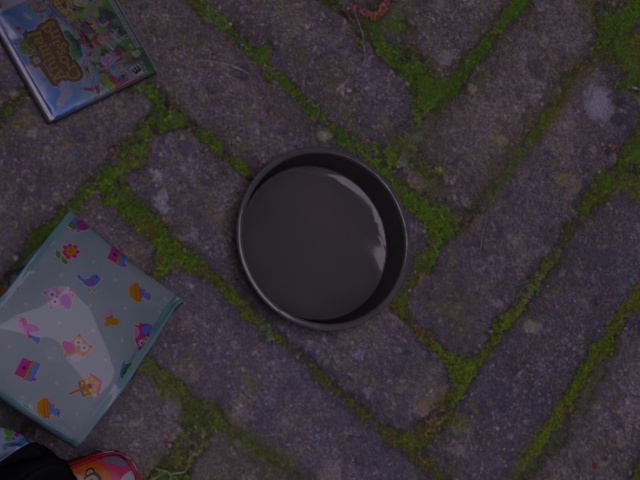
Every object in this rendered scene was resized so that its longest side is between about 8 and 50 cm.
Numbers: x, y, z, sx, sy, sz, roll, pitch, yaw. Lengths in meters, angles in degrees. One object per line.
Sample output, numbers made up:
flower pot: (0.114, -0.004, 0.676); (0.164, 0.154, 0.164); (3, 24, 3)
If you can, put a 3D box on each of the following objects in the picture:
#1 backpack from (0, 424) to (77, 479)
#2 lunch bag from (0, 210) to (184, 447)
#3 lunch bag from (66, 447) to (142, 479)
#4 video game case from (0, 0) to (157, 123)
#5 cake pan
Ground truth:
backpack: (-0.538, 0.296, 1.556); (0.355, 0.273, 0.290); (21, 54, 27)
lunch bag: (-0.358, 0.132, 1.752); (0.223, 0.160, 0.262); (39, 63, -11)
lunch bag: (-0.307, 0.442, 1.728); (0.258, 0.120, 0.293); (-19, 86, -24)
video game case: (-0.382, -0.310, 1.903); (0.193, 0.023, 0.212); (-30, 91, -23)
cake pan: (0.000, 0.000, 1.972); (0.293, 0.054, 0.293); (4, 78, -20)
